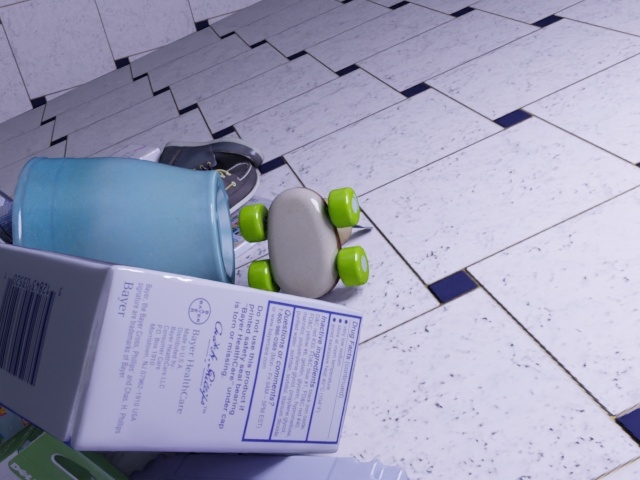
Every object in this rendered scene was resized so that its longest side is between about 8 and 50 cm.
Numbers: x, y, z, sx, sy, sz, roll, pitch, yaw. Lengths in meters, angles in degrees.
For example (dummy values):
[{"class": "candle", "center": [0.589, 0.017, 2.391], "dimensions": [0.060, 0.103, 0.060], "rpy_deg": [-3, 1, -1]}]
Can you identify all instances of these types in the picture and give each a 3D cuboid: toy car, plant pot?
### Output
[{"class": "toy car", "center": [0.000, 0.000, 1.131], "dimensions": [0.155, 0.148, 0.188], "rpy_deg": [-9, 1, 19]}, {"class": "plant pot", "center": [-0.258, 0.001, 1.157], "dimensions": [0.255, 0.271, 0.271], "rpy_deg": [-7, 27, 2]}]

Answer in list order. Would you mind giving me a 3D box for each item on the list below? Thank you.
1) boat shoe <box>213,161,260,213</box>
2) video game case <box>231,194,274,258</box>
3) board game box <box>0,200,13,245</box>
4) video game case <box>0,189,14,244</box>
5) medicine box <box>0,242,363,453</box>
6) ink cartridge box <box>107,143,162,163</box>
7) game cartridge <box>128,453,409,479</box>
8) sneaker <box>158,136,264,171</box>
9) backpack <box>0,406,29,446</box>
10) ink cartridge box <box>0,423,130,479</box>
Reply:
[{"class": "boat shoe", "center": [-0.176, -0.080, 1.391], "dimensions": [0.081, 0.068, 0.227], "rpy_deg": [-5, 32, 31]}, {"class": "video game case", "center": [-0.133, -0.026, 1.360], "dimensions": [0.143, 0.019, 0.157], "rpy_deg": [-36, 30, -25]}, {"class": "board game box", "center": [-0.448, 0.005, 1.363], "dimensions": [0.194, 0.194, 0.060], "rpy_deg": [-21, 53, 12]}, {"class": "video game case", "center": [-0.610, 0.026, 1.425], "dimensions": [0.275, 0.248, 0.035], "rpy_deg": [-51, -3, -44]}, {"class": "medicine box", "center": [-0.155, 0.105, 0.805], "dimensions": [0.264, 0.289, 0.149], "rpy_deg": [6, 83, 49]}, {"class": "ink cartridge box", "center": [-0.372, -0.134, 1.669], "dimensions": [0.090, 0.092, 0.143], "rpy_deg": [-37, 31, -28]}, {"class": "game cartridge", "center": [-0.083, 0.275, 0.716], "dimensions": [0.294, 0.060, 0.196], "rpy_deg": [-7, 27, 30]}, {"class": "sneaker", "center": [-0.219, -0.128, 1.579], "dimensions": [0.222, 0.083, 0.118], "rpy_deg": [0, 54, 24]}, {"class": "backpack", "center": [-0.322, 0.184, 0.946], "dimensions": [0.145, 0.165, 0.188], "rpy_deg": [-19, 24, 7]}, {"class": "ink cartridge box", "center": [-0.261, 0.235, 0.785], "dimensions": [0.209, 0.109, 0.062], "rpy_deg": [-37, 15, 30]}]
